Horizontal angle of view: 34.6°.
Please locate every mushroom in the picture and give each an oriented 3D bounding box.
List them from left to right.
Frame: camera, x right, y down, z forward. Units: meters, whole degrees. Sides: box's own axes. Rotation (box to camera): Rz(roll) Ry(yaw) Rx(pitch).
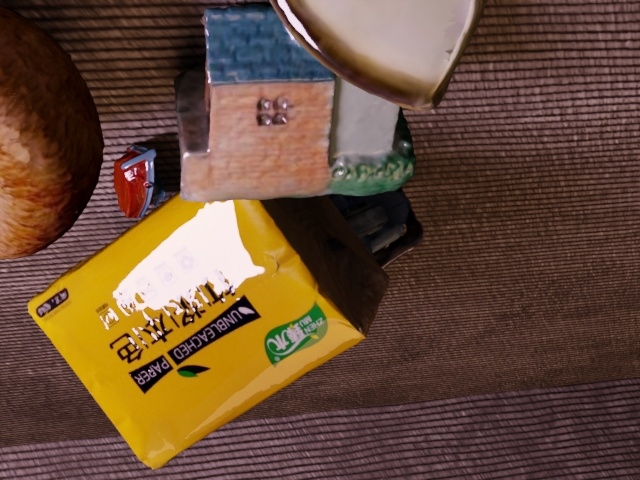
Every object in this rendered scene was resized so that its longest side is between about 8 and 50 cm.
[{"bbox_3d":[-0.393,-0.091,0.999,0.334,0.356,0.331,37,122,-13],"label":"mushroom"},{"bbox_3d":[0.071,-0.297,0.891,0.217,0.212,0.292,26,119,5],"label":"mushroom"}]

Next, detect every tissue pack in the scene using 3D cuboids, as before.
[{"bbox_3d":[-0.145,0.077,1.382,0.382,0.293,0.228,-34,-174,20],"label":"tissue pack"}]

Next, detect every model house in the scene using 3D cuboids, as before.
[{"bbox_3d":[-0.019,-0.216,1.082,0.267,0.194,0.325,-3,142,-9],"label":"model house"}]

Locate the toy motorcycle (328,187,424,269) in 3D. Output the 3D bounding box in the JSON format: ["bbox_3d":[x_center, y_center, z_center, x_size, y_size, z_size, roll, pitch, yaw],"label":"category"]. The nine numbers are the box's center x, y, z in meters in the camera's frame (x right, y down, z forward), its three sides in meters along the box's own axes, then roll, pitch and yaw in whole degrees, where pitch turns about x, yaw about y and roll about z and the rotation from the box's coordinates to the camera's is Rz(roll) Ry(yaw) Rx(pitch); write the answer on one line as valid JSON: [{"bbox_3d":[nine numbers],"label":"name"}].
[{"bbox_3d":[0.008,0.022,1.583,0.319,0.182,0.241,-25,152,30],"label":"toy motorcycle"}]

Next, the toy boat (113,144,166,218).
[{"bbox_3d":[-0.243,-0.082,1.393,0.058,0.069,0.173,-21,166,-18],"label":"toy boat"}]
